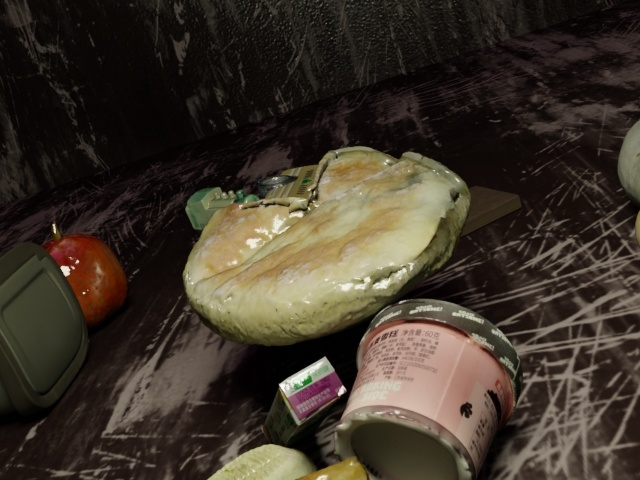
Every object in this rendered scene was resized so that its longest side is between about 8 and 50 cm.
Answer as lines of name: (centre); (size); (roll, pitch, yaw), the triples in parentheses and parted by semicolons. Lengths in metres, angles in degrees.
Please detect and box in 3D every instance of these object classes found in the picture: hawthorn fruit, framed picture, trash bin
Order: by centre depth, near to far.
trash bin: (-0.508, 0.159, 1.076); (0.250, 0.219, 0.220); (-22, 16, 12)
framed picture: (0.223, -0.041, 1.196); (0.169, 0.023, 0.128); (-25, 19, -16)
hawthorn fruit: (-0.438, 0.062, 1.283); (0.179, 0.200, 0.179); (-12, 17, 4)

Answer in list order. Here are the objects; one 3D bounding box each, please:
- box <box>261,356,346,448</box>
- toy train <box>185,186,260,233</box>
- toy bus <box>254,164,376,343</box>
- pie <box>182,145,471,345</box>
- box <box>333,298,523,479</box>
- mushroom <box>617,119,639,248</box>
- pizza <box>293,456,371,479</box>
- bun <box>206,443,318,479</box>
box: (-0.021, 0.161, 0.685); (0.050, 0.041, 0.207); (-26, -17, -18)
toy train: (-0.176, -0.044, 1.434); (0.194, 0.125, 0.081); (-3, 29, 41)
toy bus: (0.000, 0.000, 1.073); (0.202, 0.176, 0.365); (-10, 20, 10)
pie: (0.002, 0.001, 0.795); (0.338, 0.075, 0.337); (-18, 33, 12)
box: (0.089, 0.149, 0.632); (0.151, 0.151, 0.135); (-8, 30, 30)
mushroom: (0.458, -0.070, 0.908); (0.159, 0.122, 0.328); (-20, 18, 28)
pizza: (-0.054, 0.289, 0.475); (0.269, 0.087, 0.258); (-20, 23, 0)
bun: (-0.053, 0.231, 0.645); (0.115, 0.069, 0.115); (-24, 4, 2)
